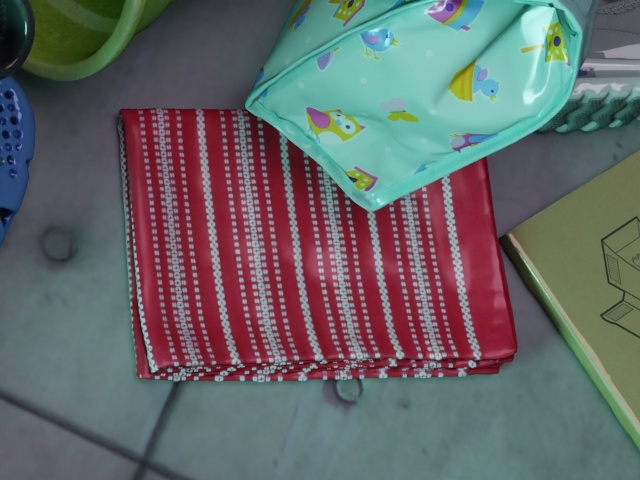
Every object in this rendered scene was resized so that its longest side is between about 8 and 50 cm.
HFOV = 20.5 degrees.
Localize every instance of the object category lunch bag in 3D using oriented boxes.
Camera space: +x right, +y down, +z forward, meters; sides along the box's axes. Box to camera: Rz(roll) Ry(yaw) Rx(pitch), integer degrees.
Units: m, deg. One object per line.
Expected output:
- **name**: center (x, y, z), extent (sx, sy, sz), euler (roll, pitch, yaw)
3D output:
- **lunch bag**: center (0.099, -0.172, 1.172), extent (0.160, 0.262, 0.223), euler (39, 51, -18)

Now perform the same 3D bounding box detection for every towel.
- **towel**: center (0.000, 0.000, 1.240), extent (0.275, 0.031, 0.198), euler (0, 72, -19)

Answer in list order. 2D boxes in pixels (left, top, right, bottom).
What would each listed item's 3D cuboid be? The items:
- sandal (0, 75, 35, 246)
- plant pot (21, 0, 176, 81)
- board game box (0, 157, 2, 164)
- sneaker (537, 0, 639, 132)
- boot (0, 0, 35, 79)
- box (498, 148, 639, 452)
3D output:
- **sandal**: center (-0.271, 0.001, 1.076), extent (0.126, 0.138, 0.317), euler (36, 55, -8)
- **plant pot**: center (-0.106, -0.275, 1.187), extent (0.254, 0.276, 0.276), euler (-25, 82, -37)
- **board game box**: center (-0.357, -0.023, 0.996), extent (0.213, 0.317, 0.046), euler (-50, 138, -27)
- **sneaker**: center (0.282, -0.154, 1.349), extent (0.281, 0.105, 0.115), euler (-3, 74, -20)
- **boot**: center (-0.344, -0.169, 1.017), extent (0.338, 0.222, 0.118), euler (0, 110, -18)
- **box**: center (0.249, 0.042, 1.320), extent (0.164, 0.021, 0.201), euler (-31, 84, -26)
